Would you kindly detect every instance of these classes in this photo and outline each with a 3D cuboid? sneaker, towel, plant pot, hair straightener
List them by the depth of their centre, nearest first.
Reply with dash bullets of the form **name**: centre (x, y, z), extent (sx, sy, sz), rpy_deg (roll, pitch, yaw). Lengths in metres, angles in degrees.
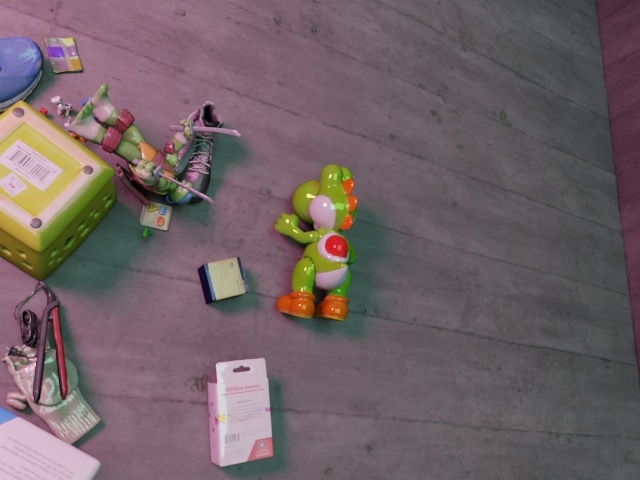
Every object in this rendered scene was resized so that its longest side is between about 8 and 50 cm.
- **hair straightener**: centre (-0.502, 0.174, 0.879), extent (0.088, 0.047, 0.231), rpy_deg (-2, 58, -31)
- **plant pot**: centre (-0.514, -0.094, 0.889), extent (0.228, 0.207, 0.227), rpy_deg (39, 61, -13)
- **sneaker**: centre (-0.656, -0.300, 0.899), extent (0.130, 0.147, 0.330), rpy_deg (53, 52, -7)
- **towel**: centre (-0.550, -0.398, 1.070), extent (0.060, 0.009, 0.083), rpy_deg (-13, 83, -31)
- **sneaker**: centre (-0.266, -0.206, 1.102), extent (0.086, 0.132, 0.229), rpy_deg (9, 72, -27)

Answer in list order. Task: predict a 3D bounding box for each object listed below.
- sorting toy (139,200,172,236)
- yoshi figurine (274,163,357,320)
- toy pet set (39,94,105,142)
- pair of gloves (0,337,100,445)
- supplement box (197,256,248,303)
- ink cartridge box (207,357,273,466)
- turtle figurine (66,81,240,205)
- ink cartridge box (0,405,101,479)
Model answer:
- **sorting toy**: centre (-0.356, -0.042, 1.076), extent (0.062, 0.012, 0.083), rpy_deg (16, 69, -25)
- **yoshi figurine**: centre (-0.007, 0.001, 1.199), extent (0.202, 0.203, 0.363), rpy_deg (8, 85, 14)
- **toy pet set**: centre (-0.485, -0.256, 1.007), extent (0.114, 0.065, 0.122), rpy_deg (-8, 45, -48)
- **pair of gloves**: centre (-0.534, 0.299, 0.863), extent (0.240, 0.042, 0.204), rpy_deg (-28, 90, -33)
- **supplement box**: centre (-0.214, 0.088, 1.093), extent (0.083, 0.056, 0.083), rpy_deg (-11, 82, -31)
- **ink cartridge box**: centre (-0.169, 0.350, 1.038), extent (0.115, 0.067, 0.198), rpy_deg (2, 77, -29)
- **turtle figurine**: centre (-0.319, -0.197, 0.973), extent (0.266, 0.274, 0.198), rpy_deg (38, 64, -27)
- **ink cartridge box**: centre (-0.538, 0.422, 0.648), extent (0.285, 0.166, 0.395), rpy_deg (33, 48, -7)
